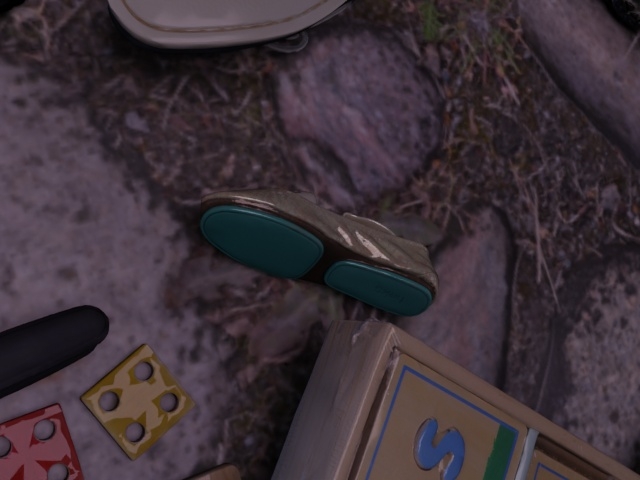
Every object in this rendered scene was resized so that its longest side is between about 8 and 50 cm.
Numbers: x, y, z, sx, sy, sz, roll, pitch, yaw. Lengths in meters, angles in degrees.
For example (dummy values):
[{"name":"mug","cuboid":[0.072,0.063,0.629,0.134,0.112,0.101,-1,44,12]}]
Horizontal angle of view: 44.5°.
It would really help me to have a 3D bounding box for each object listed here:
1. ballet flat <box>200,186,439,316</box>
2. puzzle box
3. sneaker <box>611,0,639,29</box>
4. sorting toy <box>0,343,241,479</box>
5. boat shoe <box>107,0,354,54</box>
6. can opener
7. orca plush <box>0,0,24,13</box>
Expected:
[{"name":"ballet flat","cuboid":[0.000,0.000,0.484,0.168,0.057,0.052,25,44,-24]},{"name":"puzzle box","cuboid":[0.046,0.280,0.424,0.272,0.052,0.409,32,69,-30]},{"name":"sneaker","cuboid":[0.238,-0.232,0.636,0.135,0.052,0.058,37,58,-24]},{"name":"sorting toy","cuboid":[-0.084,0.196,0.407,0.132,0.046,0.275,-15,88,-27]},{"name":"boat shoe","cuboid":[-0.021,-0.171,0.478,0.254,0.079,0.095,-39,97,-28]},{"name":"can opener","cuboid":[-0.188,0.072,0.368,0.186,0.059,0.073,-19,90,-27]},{"name":"orca plush","cuboid":[-0.255,-0.226,0.358,0.151,0.102,0.287,-40,100,-25]}]
